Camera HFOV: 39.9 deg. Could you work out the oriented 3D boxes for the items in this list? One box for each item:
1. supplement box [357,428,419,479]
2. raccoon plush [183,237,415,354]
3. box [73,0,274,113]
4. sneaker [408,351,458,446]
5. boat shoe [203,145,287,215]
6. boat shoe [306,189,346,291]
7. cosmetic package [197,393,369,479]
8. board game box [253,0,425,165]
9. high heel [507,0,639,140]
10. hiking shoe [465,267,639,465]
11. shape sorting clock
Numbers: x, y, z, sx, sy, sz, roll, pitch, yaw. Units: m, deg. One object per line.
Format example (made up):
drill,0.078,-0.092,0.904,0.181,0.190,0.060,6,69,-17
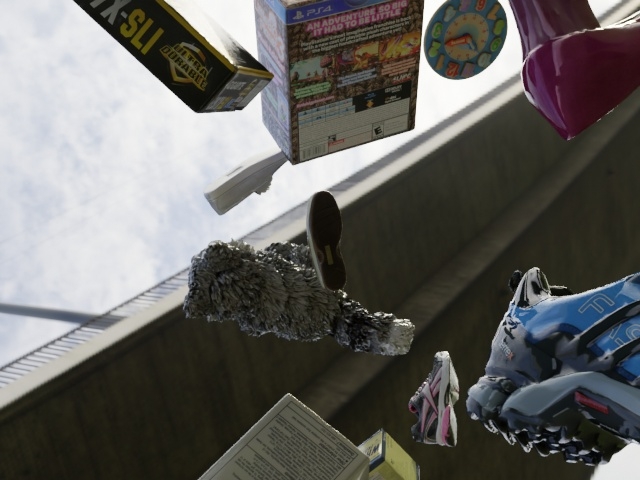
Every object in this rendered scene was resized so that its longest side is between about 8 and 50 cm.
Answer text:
supplement box,0.095,0.334,1.271,0.083,0.056,0.083,46,-165,-9
raccoon plush,-0.053,0.103,1.752,0.299,0.447,0.216,14,-98,-67
box,-0.216,-0.291,1.093,0.322,0.079,0.257,43,-167,-1
sneaker,0.185,0.260,1.468,0.178,0.077,0.072,-76,-27,-48
boat shoe,-0.123,-0.110,1.605,0.184,0.066,0.063,-36,-65,-20
boat shoe,0.000,0.000,1.646,0.068,0.072,0.189,-7,-83,-23
cosmetic package,-0.087,0.362,1.131,0.296,0.153,0.129,-39,-29,-27
board game box,0.027,-0.299,1.407,0.232,0.141,0.291,-18,-44,-18
high heel,0.378,-0.186,0.975,0.378,0.127,0.181,-4,-110,-20
hiking shoe,0.225,0.072,0.526,0.113,0.304,0.132,34,-115,-42
shape sorting clock,0.323,-0.451,1.951,0.206,0.206,0.040,56,-176,-41
